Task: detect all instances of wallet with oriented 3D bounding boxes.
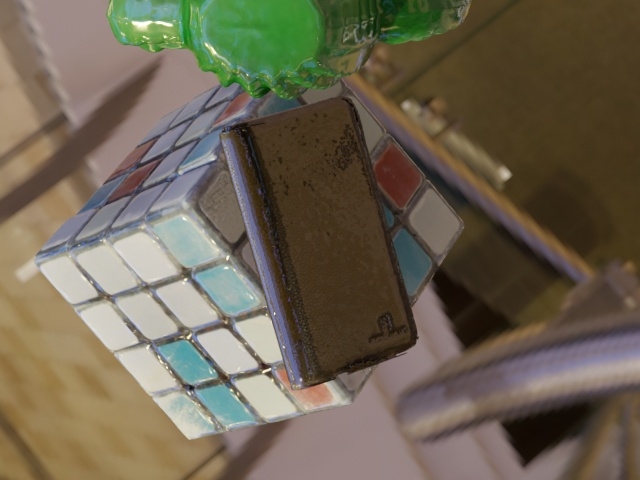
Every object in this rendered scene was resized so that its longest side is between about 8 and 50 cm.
[{"bbox_3d":[0.000,0.000,1.385,0.031,0.110,0.198,-8,98,65],"label":"wallet"}]

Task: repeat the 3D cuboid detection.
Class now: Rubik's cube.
[{"bbox_3d":[-0.067,0.006,1.811,0.259,0.253,0.256,-22,115,46],"label":"Rubik's cube"}]

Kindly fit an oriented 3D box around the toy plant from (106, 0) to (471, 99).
[{"bbox_3d":[0.000,-0.123,0.967,0.154,0.240,0.088,6,104,31],"label":"toy plant"}]
